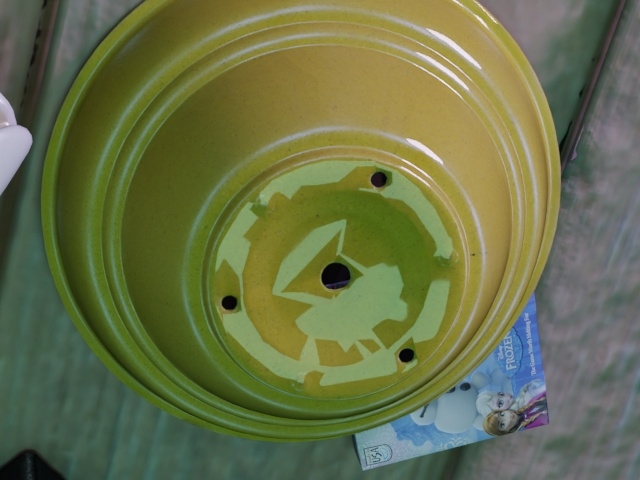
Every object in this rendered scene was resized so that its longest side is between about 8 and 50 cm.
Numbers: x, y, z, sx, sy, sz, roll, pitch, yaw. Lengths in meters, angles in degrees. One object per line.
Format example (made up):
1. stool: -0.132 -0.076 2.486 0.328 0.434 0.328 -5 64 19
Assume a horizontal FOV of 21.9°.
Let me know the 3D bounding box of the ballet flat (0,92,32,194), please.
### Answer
1. ballet flat: -0.176 -0.097 0.534 0.182 0.164 0.483 -17 118 -42

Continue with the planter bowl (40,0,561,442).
1. planter bowl: 0.000 0.000 0.644 0.217 0.090 0.217 -3 110 -7

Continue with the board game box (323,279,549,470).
1. board game box: 0.053 0.051 0.736 0.090 0.020 0.090 -13 118 -4

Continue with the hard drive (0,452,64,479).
1. hard drive: -0.119 0.284 0.795 0.237 0.064 0.339 -35 119 7
